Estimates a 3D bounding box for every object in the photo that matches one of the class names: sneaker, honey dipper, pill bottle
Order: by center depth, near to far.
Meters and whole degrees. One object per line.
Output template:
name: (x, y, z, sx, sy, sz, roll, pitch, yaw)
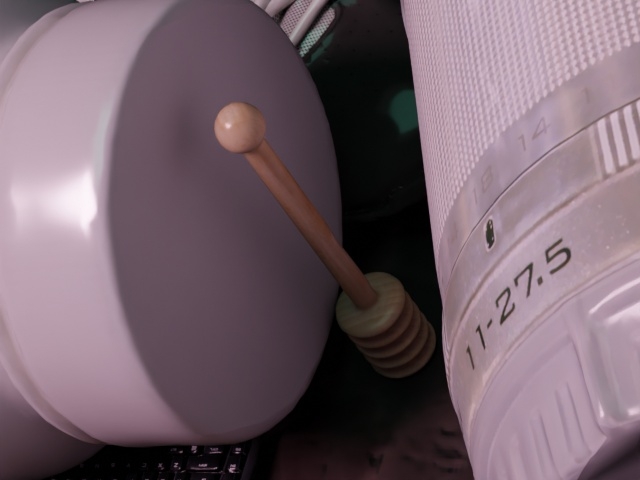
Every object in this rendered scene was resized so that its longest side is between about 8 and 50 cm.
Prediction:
honey dipper: (0.000, 0.000, 0.702, 0.030, 0.160, 0.030, -16, 49, 20)
pill bottle: (-0.186, -0.002, 0.779, 0.361, 0.204, 0.204, -3, 56, 29)
sneaker: (-0.067, -0.116, 0.841, 0.330, 0.146, 0.122, 29, 73, 39)

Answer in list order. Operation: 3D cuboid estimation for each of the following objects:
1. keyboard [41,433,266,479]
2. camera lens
keyboard: (-0.120, 0.111, 0.774, 0.192, 0.038, 0.100, -5, 55, 28)
camera lens: (0.143, -0.025, 0.600, 0.219, 0.219, 0.274, -19, 50, 17)
